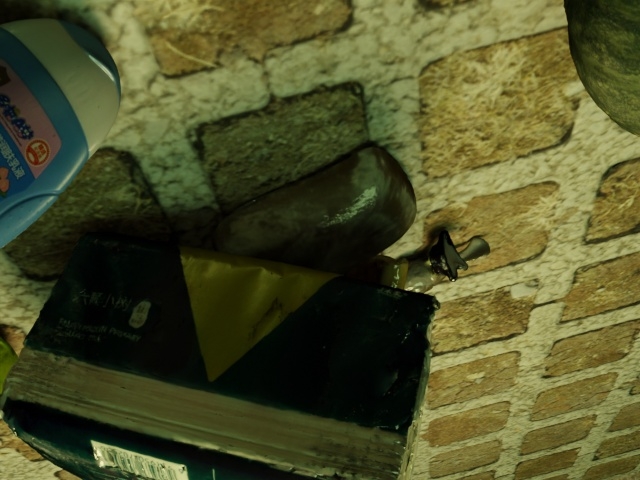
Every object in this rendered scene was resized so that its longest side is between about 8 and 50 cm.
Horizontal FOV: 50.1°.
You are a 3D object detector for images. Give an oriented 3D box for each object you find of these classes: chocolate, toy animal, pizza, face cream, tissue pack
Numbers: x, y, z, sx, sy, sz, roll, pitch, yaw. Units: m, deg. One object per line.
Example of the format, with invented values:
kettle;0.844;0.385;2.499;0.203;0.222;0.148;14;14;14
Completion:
chocolate;0.000;0.000;0.830;0.254;0.080;0.157;-26;142;14
toy animal;0.138;0.055;0.966;0.202;0.070;0.105;-35;164;22
pizza;0.015;0.099;0.937;0.271;0.056;0.134;-31;99;29
face cream;-0.259;-0.077;0.524;0.083;0.264;0.149;6;133;40
tissue pack;-0.087;0.174;0.769;0.416;0.253;0.264;10;148;14

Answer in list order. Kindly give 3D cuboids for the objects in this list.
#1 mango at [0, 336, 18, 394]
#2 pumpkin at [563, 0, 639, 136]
mango;-0.451;0.171;0.880;0.119;0.100;0.178;-18;149;-9
pumpkin;0.356;-0.219;0.518;0.328;0.257;0.291;-7;131;1
